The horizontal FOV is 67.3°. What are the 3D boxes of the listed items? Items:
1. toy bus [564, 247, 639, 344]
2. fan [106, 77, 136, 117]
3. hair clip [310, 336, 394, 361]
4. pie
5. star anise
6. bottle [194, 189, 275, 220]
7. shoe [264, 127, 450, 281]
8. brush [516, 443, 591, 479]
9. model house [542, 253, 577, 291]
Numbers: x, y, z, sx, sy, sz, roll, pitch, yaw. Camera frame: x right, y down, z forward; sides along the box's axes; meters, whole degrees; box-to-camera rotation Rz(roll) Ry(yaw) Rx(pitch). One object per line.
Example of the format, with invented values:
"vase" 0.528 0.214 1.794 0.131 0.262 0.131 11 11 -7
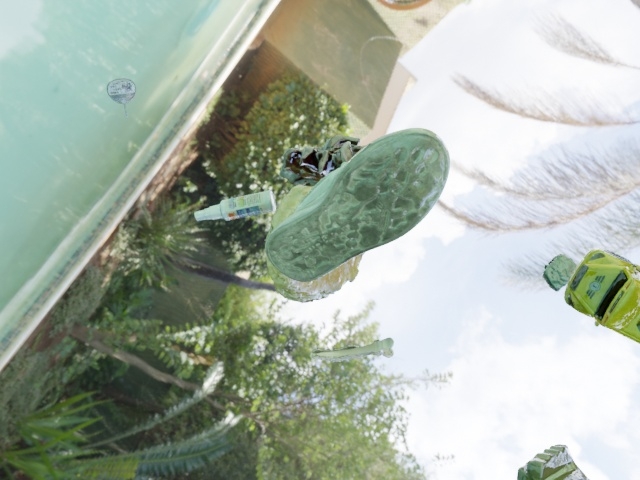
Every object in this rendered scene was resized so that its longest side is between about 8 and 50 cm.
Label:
"toy bus" 0.660 0.145 0.933 0.151 0.331 0.145 -19 133 -61
"fan" -0.423 -0.316 1.045 0.060 0.080 0.003 -44 -135 -14
"hair clip" 0.087 0.298 1.271 0.225 0.072 0.034 -11 -130 11
"pie" 0.000 0.000 1.237 0.083 0.339 0.339 12 -115 47
"star anise" 0.036 -0.150 0.921 0.214 0.219 0.099 -148 -119 -81
"bottle" -0.230 -0.087 1.287 0.217 0.060 0.060 -10 -152 6
"shoe" 0.056 -0.064 0.698 0.316 0.124 0.159 -33 -166 33
"brush" 0.353 0.425 0.819 0.084 0.301 0.071 57 -44 37
"model house" 0.611 0.085 1.241 0.083 0.066 0.079 -34 -120 -9
